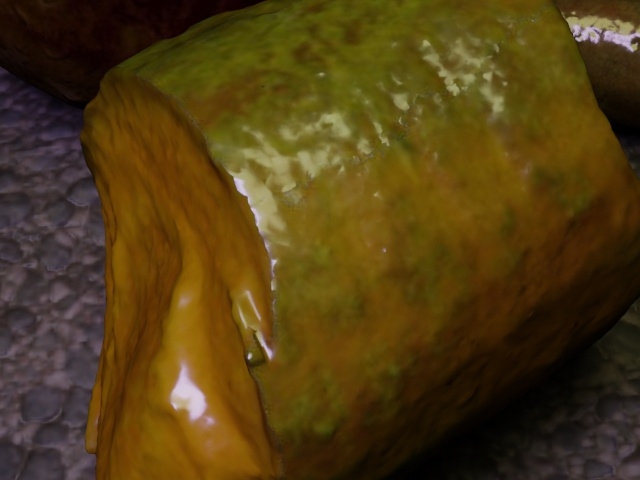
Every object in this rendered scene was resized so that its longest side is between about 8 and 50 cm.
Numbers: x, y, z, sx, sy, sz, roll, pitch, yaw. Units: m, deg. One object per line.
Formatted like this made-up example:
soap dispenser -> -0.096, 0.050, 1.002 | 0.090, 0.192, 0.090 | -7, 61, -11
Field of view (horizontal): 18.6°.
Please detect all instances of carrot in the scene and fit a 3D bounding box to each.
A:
carrot -> 0.000, 0.000, 0.942 | 0.340, 0.241, 0.241 | -31, 59, -18

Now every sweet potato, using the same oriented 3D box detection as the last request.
sweet potato -> 0.196, -0.072, 1.083 | 0.346, 0.079, 0.108 | 34, 79, 19

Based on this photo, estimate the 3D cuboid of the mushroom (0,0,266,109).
mushroom -> -0.081, -0.245, 1.075 | 0.345, 0.239, 0.345 | 3, 83, -23
